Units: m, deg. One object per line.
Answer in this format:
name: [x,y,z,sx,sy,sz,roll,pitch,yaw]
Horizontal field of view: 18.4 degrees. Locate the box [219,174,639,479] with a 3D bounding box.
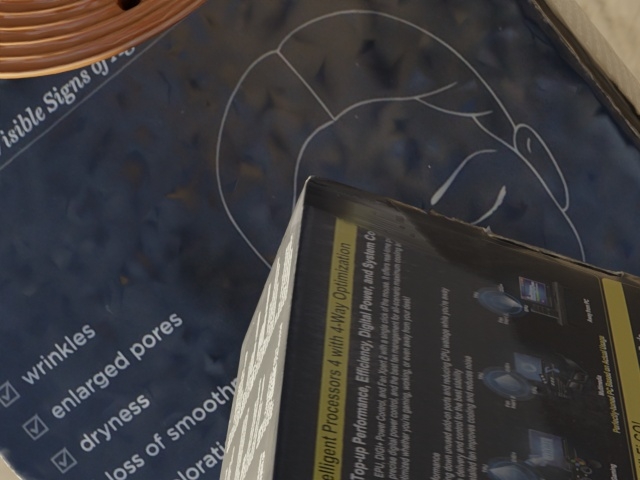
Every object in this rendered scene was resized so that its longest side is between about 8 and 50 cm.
box: [0.121,0.148,0.583,0.318,0.395,0.097,18,119,-8]

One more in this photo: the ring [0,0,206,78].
ring: [-0.151,-0.244,1.169,0.337,0.336,0.032,8,163,22]

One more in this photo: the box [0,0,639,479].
box: [0.000,0.000,1.386,0.480,0.297,0.471,-37,99,13]
